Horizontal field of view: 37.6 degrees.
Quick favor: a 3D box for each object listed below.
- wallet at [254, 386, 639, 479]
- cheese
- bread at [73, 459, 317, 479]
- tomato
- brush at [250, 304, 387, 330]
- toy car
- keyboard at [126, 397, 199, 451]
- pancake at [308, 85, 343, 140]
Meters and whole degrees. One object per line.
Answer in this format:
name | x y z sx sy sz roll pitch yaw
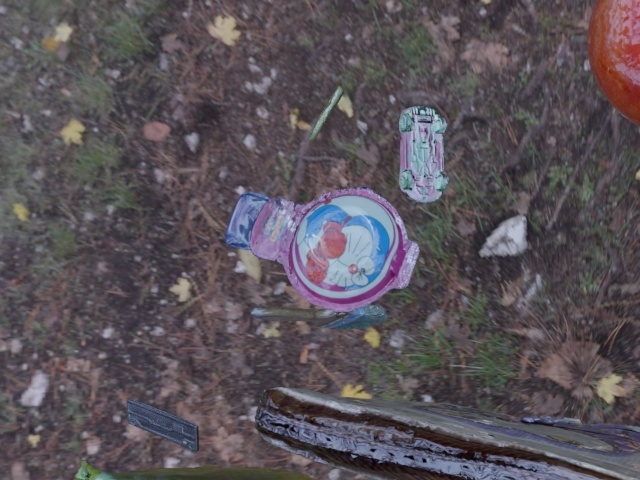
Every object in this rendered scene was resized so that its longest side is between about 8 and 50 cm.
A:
wallet | 0.152 0.119 0.454 0.335 0.275 0.068 11 80 25
cheese | 0.000 0.000 0.679 0.145 0.038 0.095 15 74 20
bread | -0.123 0.350 1.018 0.376 0.251 0.208 6 80 -16
tomato | 0.535 -0.287 1.270 0.325 0.293 0.290 6 104 44
brush | -0.005 0.092 1.140 0.070 0.196 0.021 -27 66 44
toy car | 0.144 -0.124 1.365 0.069 0.055 0.142 1 86 -23
keyboard | -0.262 0.304 1.559 0.155 0.010 0.053 15 116 29
pancake | 0.009 -0.210 1.562 0.017 0.108 0.108 31 91 -4
